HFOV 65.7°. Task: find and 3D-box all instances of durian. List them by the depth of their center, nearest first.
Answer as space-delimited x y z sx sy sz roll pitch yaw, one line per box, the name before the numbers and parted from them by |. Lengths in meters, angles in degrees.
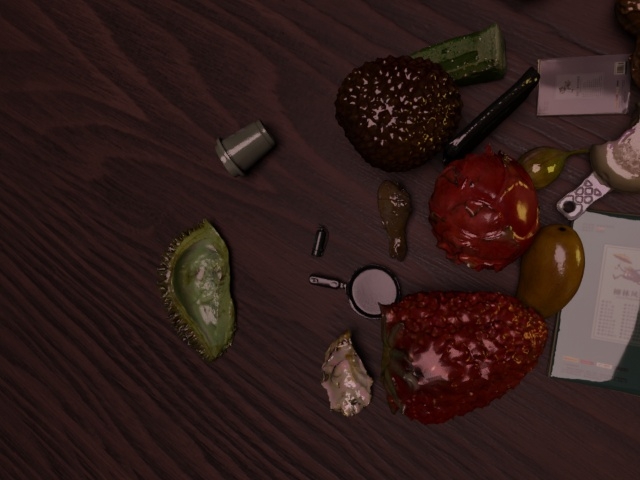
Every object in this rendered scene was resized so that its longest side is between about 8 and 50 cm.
durian | -0.340 0.145 1.366 0.197 0.163 0.395 -12 92 -19

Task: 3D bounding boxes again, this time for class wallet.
wallet | 0.355 -0.253 1.054 0.250 0.149 0.044 -43 81 7

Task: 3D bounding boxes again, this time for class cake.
cake | 0.293 -0.403 1.113 0.235 0.099 0.100 -4 88 20

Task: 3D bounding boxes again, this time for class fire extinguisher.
fire extinguisher | 0.000 0.000 1.264 0.037 0.025 0.084 10 96 -19

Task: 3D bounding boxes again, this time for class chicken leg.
chicken leg | 0.179 -0.046 1.179 0.084 0.069 0.198 -3 97 21

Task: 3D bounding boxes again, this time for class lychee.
lychee | 0.174 -0.279 1.073 0.267 0.267 0.268 0 91 19

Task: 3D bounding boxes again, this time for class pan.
pan | 0.084 0.116 1.233 0.234 0.028 0.136 12 94 16

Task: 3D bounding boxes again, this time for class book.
book | 0.642 0.131 1.034 0.263 0.031 0.380 9 94 19
book | 0.561 -0.331 1.062 0.181 0.014 0.127 3 92 19

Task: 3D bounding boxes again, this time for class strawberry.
strawberry | 0.294 0.247 1.063 0.342 0.292 0.293 0 91 1

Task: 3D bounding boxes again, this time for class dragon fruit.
dragon fruit | 0.337 -0.059 1.038 0.240 0.241 0.253 -3 65 19

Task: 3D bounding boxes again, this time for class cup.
cup | -0.190 -0.241 1.283 0.141 0.120 0.120 -31 81 8

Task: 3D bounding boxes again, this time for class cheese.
cheese | 0.609 -0.151 1.011 0.286 0.082 0.163 -40 78 15

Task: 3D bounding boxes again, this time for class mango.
mango | 0.478 0.074 1.048 0.136 0.099 0.228 43 125 52

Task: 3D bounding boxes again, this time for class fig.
fig | 0.495 -0.175 1.070 0.166 0.093 0.093 -35 79 -11

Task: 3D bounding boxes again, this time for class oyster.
oyster | 0.059 0.335 1.232 0.132 0.072 0.209 -24 103 12

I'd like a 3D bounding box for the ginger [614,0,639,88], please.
ginger | 0.713 -0.464 0.933 0.274 0.152 0.358 -15 88 19
